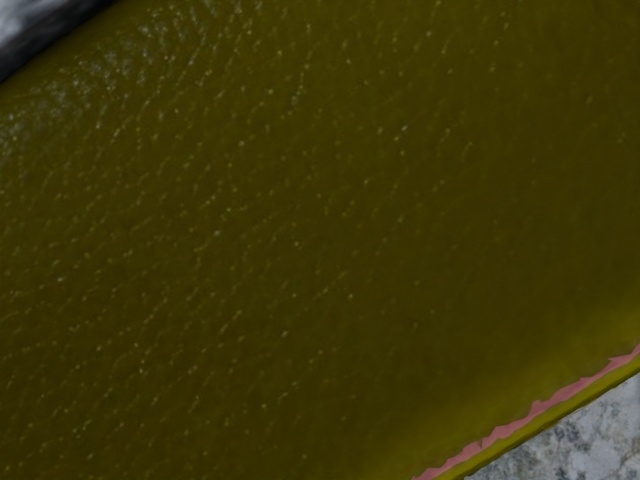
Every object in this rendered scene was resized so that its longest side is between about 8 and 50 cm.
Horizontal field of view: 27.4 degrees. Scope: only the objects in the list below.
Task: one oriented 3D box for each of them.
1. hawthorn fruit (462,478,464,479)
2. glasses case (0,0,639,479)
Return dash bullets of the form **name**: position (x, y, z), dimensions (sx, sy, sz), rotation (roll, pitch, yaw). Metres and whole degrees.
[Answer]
- **hawthorn fruit**: position (-0.081, 0.167, 0.635), dimensions (0.325, 0.308, 0.308), rotation (-45, 175, -22)
- **glasses case**: position (0.000, 0.000, 0.415), dimensions (0.371, 0.173, 0.141), rotation (-32, 170, 4)
